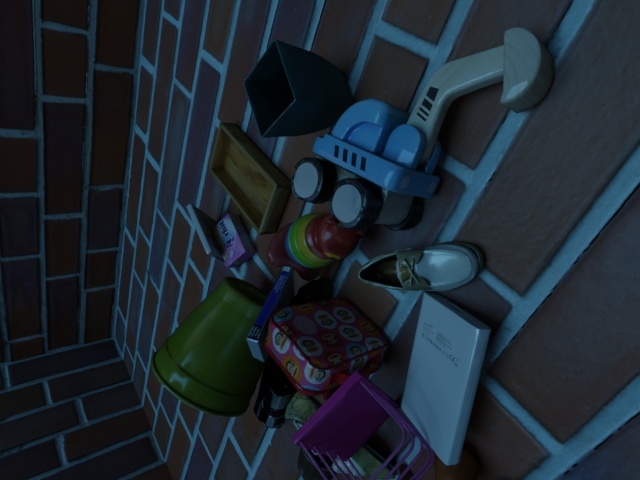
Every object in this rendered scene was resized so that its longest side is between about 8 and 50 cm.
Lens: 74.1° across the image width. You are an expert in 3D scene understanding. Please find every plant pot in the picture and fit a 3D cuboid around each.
[{"bbox_3d":[-0.310,0.326,1.433,0.366,0.366,0.353,33,92,41],"label":"plant pot"},{"bbox_3d":[-0.039,-0.371,1.087,0.165,0.234,0.166,-31,72,48],"label":"plant pot"},{"bbox_3d":[0.006,0.650,1.292,0.167,0.167,0.165,47,137,34],"label":"plant pot"}]

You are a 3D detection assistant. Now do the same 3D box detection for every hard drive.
[{"bbox_3d":[0.265,0.292,0.937,0.203,0.040,0.307,-140,55,-67],"label":"hard drive"}]

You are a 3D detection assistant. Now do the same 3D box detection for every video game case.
[{"bbox_3d":[-0.423,-0.016,1.655,0.026,0.206,0.227,-32,67,4],"label":"video game case"}]

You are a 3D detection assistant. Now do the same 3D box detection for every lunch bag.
[{"bbox_3d":[0.030,0.269,1.082,0.258,0.293,0.120,39,121,39],"label":"lunch bag"}]

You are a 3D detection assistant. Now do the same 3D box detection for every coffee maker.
[{"bbox_3d":[-0.168,0.548,1.519,0.171,0.120,0.178,-116,38,-57],"label":"coffee maker"}]

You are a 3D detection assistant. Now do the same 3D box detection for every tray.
[{"bbox_3d":[-0.258,-0.226,1.498,0.411,0.076,0.203,48,129,32],"label":"tray"}]

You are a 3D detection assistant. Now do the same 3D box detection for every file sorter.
[{"bbox_3d":[0.117,0.469,0.961,0.202,0.290,0.182,-45,48,-5],"label":"file sorter"}]

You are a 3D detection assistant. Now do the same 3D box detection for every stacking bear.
[{"bbox_3d":[0.000,0.000,1.132,0.289,0.175,0.164,-18,49,61],"label":"stacking bear"}]

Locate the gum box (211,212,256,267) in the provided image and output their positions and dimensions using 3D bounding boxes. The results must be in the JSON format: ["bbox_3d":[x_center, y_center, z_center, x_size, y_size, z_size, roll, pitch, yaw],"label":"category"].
[{"bbox_3d":[-0.333,-0.003,1.608,0.107,0.062,0.188,-39,65,23],"label":"gum box"}]

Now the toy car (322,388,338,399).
[{"bbox_3d":[0.035,0.397,1.216,0.182,0.136,0.159,29,118,43],"label":"toy car"}]

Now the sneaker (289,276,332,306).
[{"bbox_3d":[-0.034,0.230,1.276,0.087,0.130,0.227,23,116,47],"label":"sneaker"}]

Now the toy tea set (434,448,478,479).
[{"bbox_3d":[0.319,0.615,0.973,0.200,0.124,0.336,25,116,11],"label":"toy tea set"}]

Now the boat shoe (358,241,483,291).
[{"bbox_3d":[0.216,0.072,0.970,0.302,0.103,0.113,-16,85,49],"label":"boat shoe"}]

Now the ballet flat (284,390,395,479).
[{"bbox_3d":[0.042,0.569,1.181,0.348,0.123,0.123,38,126,14],"label":"ballet flat"}]

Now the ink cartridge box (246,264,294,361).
[{"bbox_3d":[-0.135,0.202,1.185,0.045,0.223,0.224,20,148,9],"label":"ink cartridge box"}]

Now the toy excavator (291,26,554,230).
[{"bbox_3d":[0.185,-0.226,0.895,0.433,0.222,0.445,34,113,40],"label":"toy excavator"}]

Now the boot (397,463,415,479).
[{"bbox_3d":[0.221,0.662,1.123,0.118,0.042,0.087,63,144,30],"label":"boot"}]
